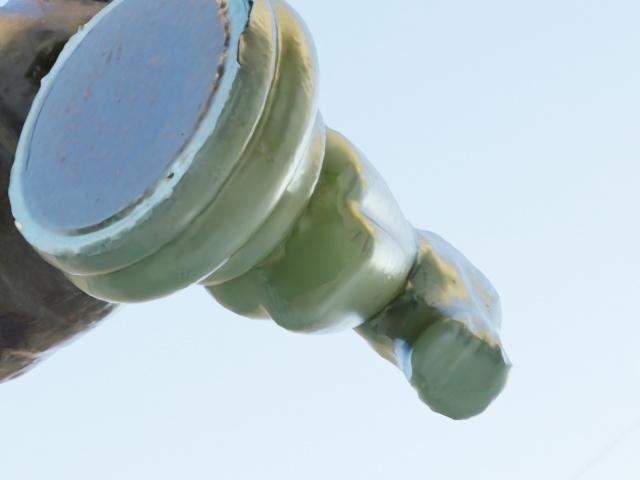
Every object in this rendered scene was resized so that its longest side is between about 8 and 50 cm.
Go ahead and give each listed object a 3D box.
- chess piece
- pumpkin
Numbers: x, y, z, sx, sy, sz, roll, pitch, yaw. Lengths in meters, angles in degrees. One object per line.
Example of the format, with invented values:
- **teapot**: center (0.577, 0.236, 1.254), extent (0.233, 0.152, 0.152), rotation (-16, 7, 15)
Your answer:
- **chess piece**: center (0.000, 0.000, 0.946), extent (0.175, 0.176, 0.298), rotation (-27, -43, 31)
- **pumpkin**: center (-0.208, -0.043, 1.064), extent (0.325, 0.232, 0.242), rotation (-21, -77, 43)
